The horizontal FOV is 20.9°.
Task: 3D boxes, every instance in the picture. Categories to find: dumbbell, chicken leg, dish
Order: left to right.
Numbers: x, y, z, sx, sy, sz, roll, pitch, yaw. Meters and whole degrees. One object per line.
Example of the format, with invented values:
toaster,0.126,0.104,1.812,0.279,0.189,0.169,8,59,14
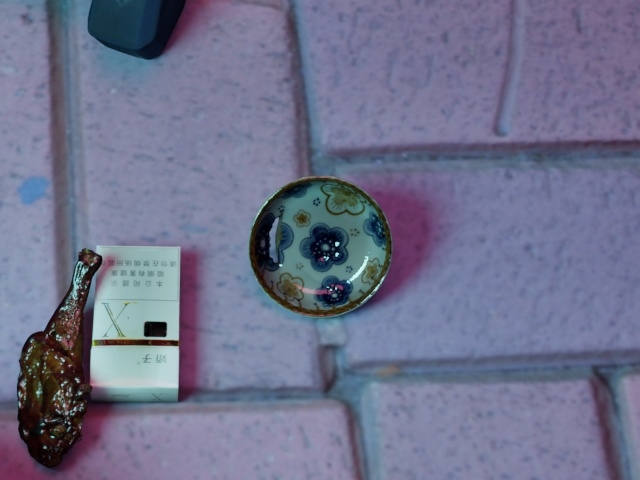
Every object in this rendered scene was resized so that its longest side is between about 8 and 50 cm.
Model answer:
dumbbell,-0.295,-0.302,1.812,0.316,0.156,0.143,19,29,5
chicken leg,-0.239,0.111,1.610,0.053,0.093,0.205,17,58,-40
dish,0.000,0.000,1.710,0.141,0.078,0.141,0,101,0

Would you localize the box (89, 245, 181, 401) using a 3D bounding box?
box,-0.176,0.079,1.656,0.084,0.040,0.154,2,58,-7
